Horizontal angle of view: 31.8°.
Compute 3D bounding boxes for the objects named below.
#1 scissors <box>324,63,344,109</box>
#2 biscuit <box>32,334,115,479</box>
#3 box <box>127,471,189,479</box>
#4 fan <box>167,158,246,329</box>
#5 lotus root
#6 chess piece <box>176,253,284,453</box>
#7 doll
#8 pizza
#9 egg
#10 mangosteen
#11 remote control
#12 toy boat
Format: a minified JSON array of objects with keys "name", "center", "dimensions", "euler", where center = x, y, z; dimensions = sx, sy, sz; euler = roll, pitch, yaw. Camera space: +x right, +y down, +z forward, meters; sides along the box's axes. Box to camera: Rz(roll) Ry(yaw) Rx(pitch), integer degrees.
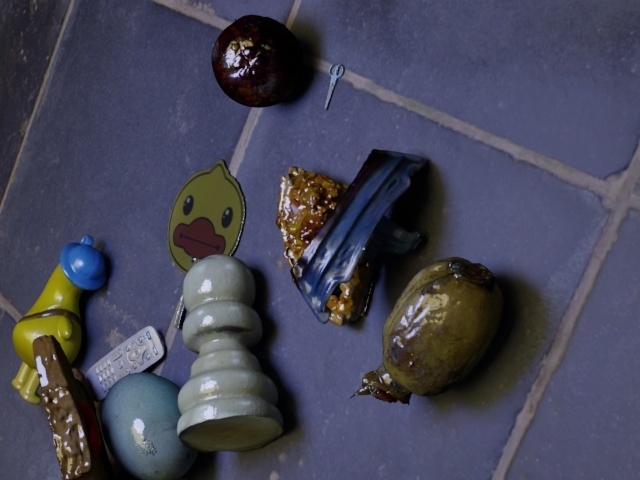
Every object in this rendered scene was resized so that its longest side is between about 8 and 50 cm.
[{"name":"scissors","center":[0.020,-0.266,1.947],"dimensions":[0.036,0.006,0.083],"euler":[18,93,45]},{"name":"biscuit","center":[-0.428,0.373,2.051],"dimensions":[0.394,0.076,0.368],"euler":[100,152,-70]},{"name":"box","center":[-0.294,0.570,2.051],"dimensions":[0.153,0.041,0.279],"euler":[-21,67,43]},{"name":"fan","center":[-0.232,0.007,2.142],"dimensions":[0.230,0.011,0.335],"euler":[17,91,47]},{"name":"lotus root","center":[0.156,0.146,1.610],"dimensions":[0.278,0.154,0.154],"euler":[-55,47,21]},{"name":"chess piece","center":[-0.166,0.182,1.933],"dimensions":[0.182,0.182,0.330],"euler":[-32,53,37]},{"name":"doll","center":[-0.557,0.155,2.355],"dimensions":[0.199,0.145,0.363],"euler":[25,92,51]},{"name":"pizza","center":[0.000,0.000,1.847],"dimensions":[0.161,0.086,0.305],"euler":[-38,57,33]},{"name":"egg","center":[-0.305,0.336,2.020],"dimensions":[0.236,0.169,0.169],"euler":[42,111,46]},{"name":"mangosteen","center":[-0.110,-0.315,2.000],"dimensions":[0.184,0.172,0.172],"euler":[86,-176,-84]},{"name":"remote control","center":[-0.386,0.248,2.223],"dimensions":[0.229,0.044,0.073],"euler":[-36,68,28]},{"name":"toy boat","center":[0.074,-0.007,1.720],"dimensions":[0.309,0.142,0.129],"euler":[-57,0,-15]}]
